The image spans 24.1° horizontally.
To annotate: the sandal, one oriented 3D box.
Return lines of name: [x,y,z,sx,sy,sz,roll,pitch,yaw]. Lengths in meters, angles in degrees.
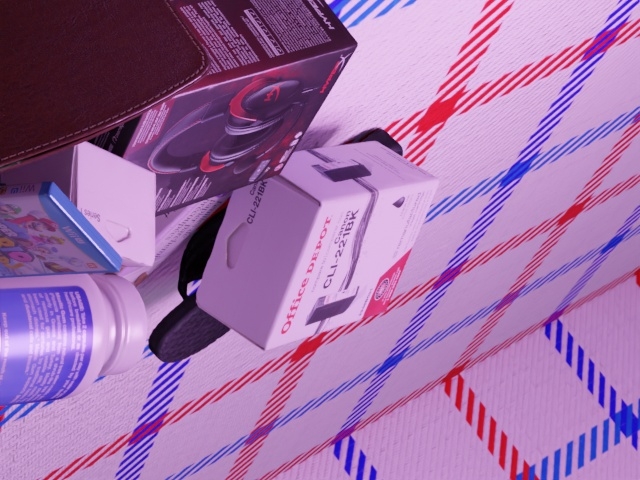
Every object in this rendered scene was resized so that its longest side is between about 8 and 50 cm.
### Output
sandal: [-0.074,-0.003,1.929,0.446,0.107,0.167,-41,164,-29]

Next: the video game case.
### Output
video game case: [-0.258,-0.005,1.199,0.166,0.015,0.119,-4,147,22]

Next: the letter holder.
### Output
letter holder: [-0.261,-0.110,1.130,0.302,0.214,0.152,-25,158,-31]

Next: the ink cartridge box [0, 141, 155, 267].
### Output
ink cartridge box: [-0.273,-0.028,1.319,0.219,0.093,0.160,-2,171,19]

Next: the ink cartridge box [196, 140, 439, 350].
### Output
ink cartridge box: [0.000,0.000,1.772,0.273,0.114,0.197,-12,129,-55]

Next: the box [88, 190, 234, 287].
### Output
box: [-0.222,0.009,1.717,0.324,0.067,0.063,-42,161,18]

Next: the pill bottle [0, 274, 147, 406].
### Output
pill bottle: [-0.319,0.097,1.566,0.272,0.152,0.152,0,141,-47]

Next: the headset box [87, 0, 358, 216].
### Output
headset box: [-0.137,-0.130,1.465,0.293,0.110,0.218,-21,156,-39]
